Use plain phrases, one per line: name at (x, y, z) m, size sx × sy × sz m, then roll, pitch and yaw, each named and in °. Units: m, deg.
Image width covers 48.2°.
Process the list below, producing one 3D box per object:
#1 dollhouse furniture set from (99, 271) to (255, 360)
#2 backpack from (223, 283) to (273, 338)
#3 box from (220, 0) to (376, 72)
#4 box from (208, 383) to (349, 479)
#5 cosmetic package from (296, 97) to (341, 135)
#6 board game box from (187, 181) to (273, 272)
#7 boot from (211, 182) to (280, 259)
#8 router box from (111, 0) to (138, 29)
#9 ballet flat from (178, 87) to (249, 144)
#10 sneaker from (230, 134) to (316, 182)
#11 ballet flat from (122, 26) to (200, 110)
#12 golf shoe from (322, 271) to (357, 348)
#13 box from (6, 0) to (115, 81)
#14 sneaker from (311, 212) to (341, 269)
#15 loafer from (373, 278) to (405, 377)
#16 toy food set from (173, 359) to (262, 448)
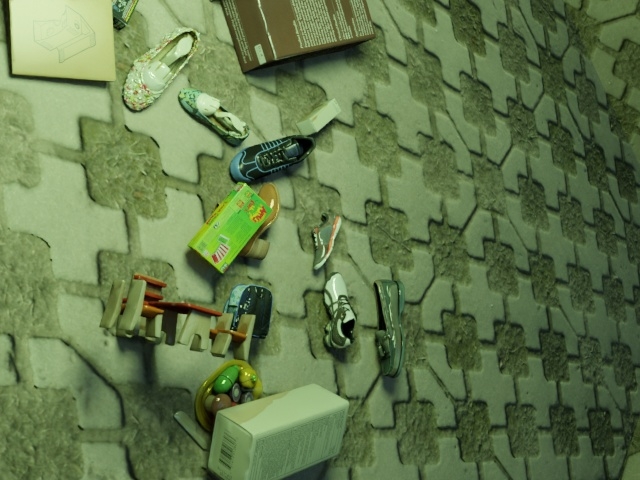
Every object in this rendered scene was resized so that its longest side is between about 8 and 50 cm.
dollhouse furniture set at (-0.292, 0.133, 1.389) m, size 0.262 × 0.259 × 0.135 m, roll 23°, pitch 72°, yaw -39°
backpack at (-0.167, 0.157, 1.622) m, size 0.105 × 0.084 × 0.115 m, roll 21°, pitch 76°, yaw -40°
box at (-0.046, -0.554, 1.790) m, size 0.381 × 0.143 × 0.191 m, roll -25°, pitch 102°, yaw -44°
box at (-0.086, 0.432, 1.593) m, size 0.311 × 0.121 × 0.148 m, roll -2°, pitch 107°, yaw -49°
cosmetic package at (-0.004, -0.318, 1.850) m, size 0.115 × 0.060 × 0.041 m, roll -46°, pitch 114°, yaw -38°
board game box at (-0.198, -0.029, 1.575) m, size 0.092 × 0.043 × 0.181 m, roll 44°, pitch 77°, yaw -27°
boot at (-0.176, -0.063, 1.653) m, size 0.152 × 0.073 × 0.197 m, roll 22°, pitch 68°, yaw -35°
router box at (-0.428, -0.517, 1.496) m, size 0.092 × 0.038 × 0.123 m, roll 33°, pitch 64°, yaw -34°
ballet flat at (-0.234, -0.290, 1.630) m, size 0.188 × 0.070 × 0.070 m, roll 34°, pitch 63°, yaw -35°
sneaker at (-0.110, -0.204, 1.715) m, size 0.232 × 0.090 × 0.082 m, roll -32°, pitch 106°, yaw -41°
ballet flat at (-0.338, -0.380, 1.537) m, size 0.091 × 0.077 × 0.241 m, roll 45°, pitch 58°, yaw -30°
golf shoe at (0.059, 0.177, 1.825) m, size 0.077 × 0.093 × 0.198 m, roll 4°, pitch 80°, yaw -41°
box at (-0.503, -0.399, 1.396) m, size 0.201 × 0.021 × 0.165 m, roll -5°, pitch 96°, yaw -37°
sneaker at (0.000, 0.000, 1.830) m, size 0.064 × 0.061 × 0.158 m, roll 24°, pitch 65°, yaw -9°
loafer at (0.174, 0.235, 1.941) m, size 0.084 × 0.096 × 0.268 m, roll 12°, pitch 69°, yaw -21°
toy food set at (-0.201, 0.356, 1.574) m, size 0.218 × 0.071 × 0.128 m, roll -44°, pitch 114°, yaw -37°
